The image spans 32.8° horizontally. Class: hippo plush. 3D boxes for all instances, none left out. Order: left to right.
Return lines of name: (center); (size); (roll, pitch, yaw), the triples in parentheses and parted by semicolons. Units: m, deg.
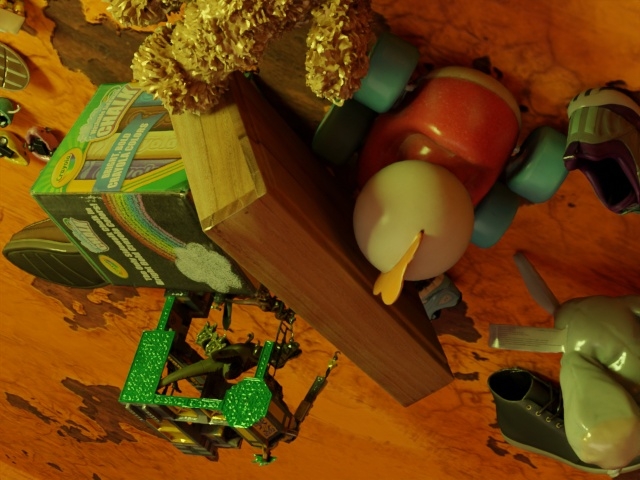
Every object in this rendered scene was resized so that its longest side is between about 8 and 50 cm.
hippo plush: (0.343, 0.187, 1.191); (0.294, 0.234, 0.236); (6, 142, 26)

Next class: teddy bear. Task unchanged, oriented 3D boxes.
teddy bear: (-0.051, -0.225, 0.879); (0.338, 0.113, 0.245); (-2, 97, 31)

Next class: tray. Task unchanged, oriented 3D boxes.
tray: (0.000, 0.000, 1.113); (0.076, 0.202, 0.411); (-30, 140, 12)

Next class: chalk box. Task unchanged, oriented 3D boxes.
chalk box: (-0.190, -0.064, 1.247); (0.289, 0.179, 0.180); (3, 142, 32)

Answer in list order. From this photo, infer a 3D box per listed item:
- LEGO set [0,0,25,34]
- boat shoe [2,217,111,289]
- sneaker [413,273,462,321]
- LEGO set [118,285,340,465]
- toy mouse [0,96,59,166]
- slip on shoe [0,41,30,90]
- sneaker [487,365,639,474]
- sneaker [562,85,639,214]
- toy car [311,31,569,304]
LEGO set: (-0.450, -0.320, 1.162); (0.287, 0.107, 0.132); (19, -178, 1)
boat shoe: (-0.300, -0.005, 1.477); (0.307, 0.104, 0.110); (-1, 148, 33)
sneaker: (0.114, 0.085, 1.361); (0.073, 0.063, 0.162); (34, 147, -20)
LEGO set: (-0.084, 0.138, 1.349); (0.255, 0.331, 0.192); (-8, 144, 22)
toy mouse: (-0.387, -0.145, 1.396); (0.161, 0.031, 0.143); (27, 148, -3)
slip on shoe: (-0.409, -0.222, 1.296); (0.135, 0.051, 0.041); (23, -172, -12)
sneaker: (0.324, 0.233, 1.411); (0.222, 0.083, 0.118); (4, 141, 32)
sneaker: (0.305, -0.040, 1.019); (0.224, 0.098, 0.083); (37, 146, -18)
toy car: (0.089, -0.032, 1.046); (0.219, 0.238, 0.210); (30, 147, -7)
